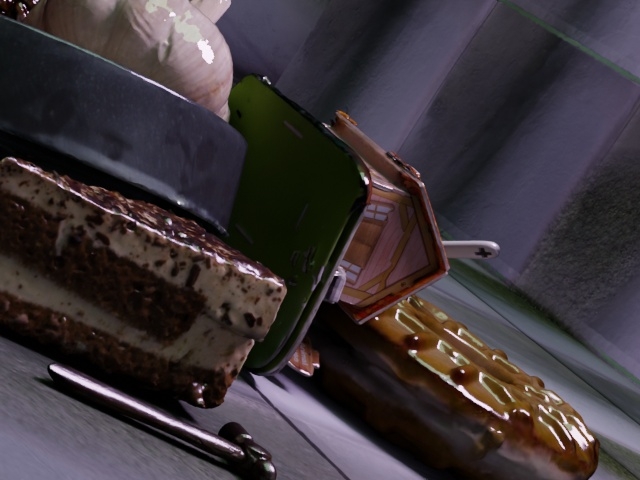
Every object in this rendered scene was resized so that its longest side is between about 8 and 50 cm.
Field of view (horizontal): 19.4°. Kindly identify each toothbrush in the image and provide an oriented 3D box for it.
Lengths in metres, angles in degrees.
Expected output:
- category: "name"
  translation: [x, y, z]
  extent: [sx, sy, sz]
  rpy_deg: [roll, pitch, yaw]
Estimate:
- category: "toothbrush"
  translation: [0.027, 0.016, 1.821]
  extent: [0.304, 0.030, 0.030]
  rpy_deg: [-1, -8, 21]

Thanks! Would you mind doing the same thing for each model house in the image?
- category: "model house"
  translation: [0.000, -0.001, 1.638]
  extent: [0.154, 0.207, 0.294]
  rpy_deg: [18, 14, -29]

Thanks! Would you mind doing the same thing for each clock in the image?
- category: "clock"
  translation: [-0.238, -0.103, 1.430]
  extent: [0.386, 0.076, 0.386]
  rpy_deg: [20, -6, 2]

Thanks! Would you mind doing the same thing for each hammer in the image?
- category: "hammer"
  translation: [-0.106, 0.114, 1.204]
  extent: [0.178, 0.021, 0.065]
  rpy_deg: [27, 9, -31]

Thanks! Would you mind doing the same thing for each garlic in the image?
- category: "garlic"
  translation: [-0.154, -0.163, 1.687]
  extent: [0.218, 0.218, 0.212]
  rpy_deg: [34, 43, 5]

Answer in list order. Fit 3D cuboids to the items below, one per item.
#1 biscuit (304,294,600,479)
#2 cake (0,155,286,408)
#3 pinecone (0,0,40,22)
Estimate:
- category: "biscuit"
  translation: [0.113, 0.137, 1.743]
  extent: [0.332, 0.103, 0.332]
  rpy_deg: [33, 5, -3]
- category: "cake"
  translation: [-0.160, 0.015, 1.267]
  extent: [0.246, 0.112, 0.135]
  rpy_deg: [25, 7, -34]
- category: "pinecone"
  translation: [-0.331, -0.278, 2.165]
  extent: [0.229, 0.201, 0.202]
  rpy_deg: [5, 54, -38]
